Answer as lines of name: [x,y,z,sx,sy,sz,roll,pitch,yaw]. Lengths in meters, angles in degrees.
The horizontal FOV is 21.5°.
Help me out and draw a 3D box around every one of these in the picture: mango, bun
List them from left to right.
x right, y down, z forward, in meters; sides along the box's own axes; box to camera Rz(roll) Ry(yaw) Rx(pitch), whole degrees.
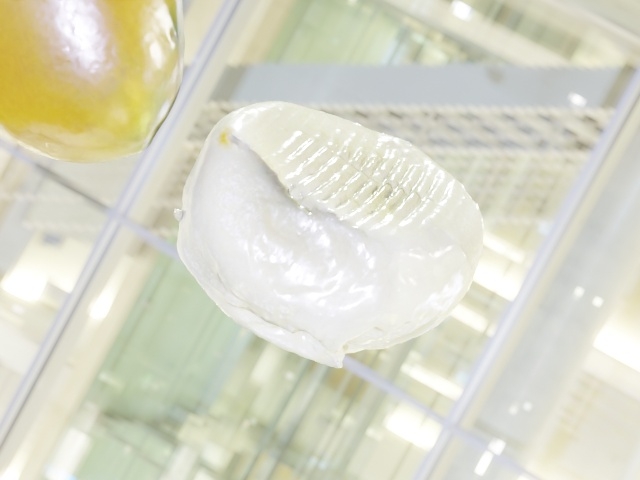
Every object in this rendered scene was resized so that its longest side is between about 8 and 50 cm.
mango: [-0.165,-0.166,0.960,0.176,0.254,0.139,-10,175,37]
bun: [0.000,0.000,1.238,0.229,0.145,0.229,19,-155,-9]
